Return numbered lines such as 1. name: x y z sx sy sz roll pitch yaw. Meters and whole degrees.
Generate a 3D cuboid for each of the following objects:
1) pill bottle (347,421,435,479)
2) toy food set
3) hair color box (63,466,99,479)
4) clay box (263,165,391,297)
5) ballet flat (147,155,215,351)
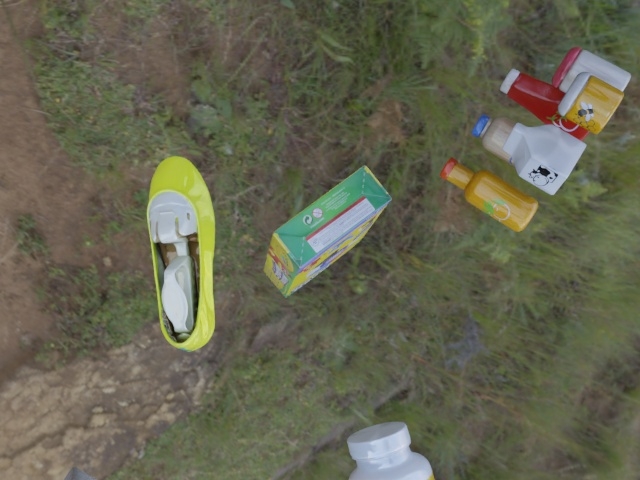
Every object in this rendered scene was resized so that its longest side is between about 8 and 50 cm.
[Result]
1. pill bottle: 0.092 0.316 0.880 0.103 0.103 0.184 -14 88 -36
2. toy food set: 0.196 -0.109 0.697 0.111 0.105 0.232 -55 170 -18
3. hair color box: -0.196 0.334 0.725 0.185 0.374 0.113 31 73 -10
4. clay box: 0.000 0.000 0.868 0.127 0.222 0.053 -37 82 -13
5. ballet flat: -0.162 0.016 0.852 0.077 0.077 0.230 -14 99 -78
